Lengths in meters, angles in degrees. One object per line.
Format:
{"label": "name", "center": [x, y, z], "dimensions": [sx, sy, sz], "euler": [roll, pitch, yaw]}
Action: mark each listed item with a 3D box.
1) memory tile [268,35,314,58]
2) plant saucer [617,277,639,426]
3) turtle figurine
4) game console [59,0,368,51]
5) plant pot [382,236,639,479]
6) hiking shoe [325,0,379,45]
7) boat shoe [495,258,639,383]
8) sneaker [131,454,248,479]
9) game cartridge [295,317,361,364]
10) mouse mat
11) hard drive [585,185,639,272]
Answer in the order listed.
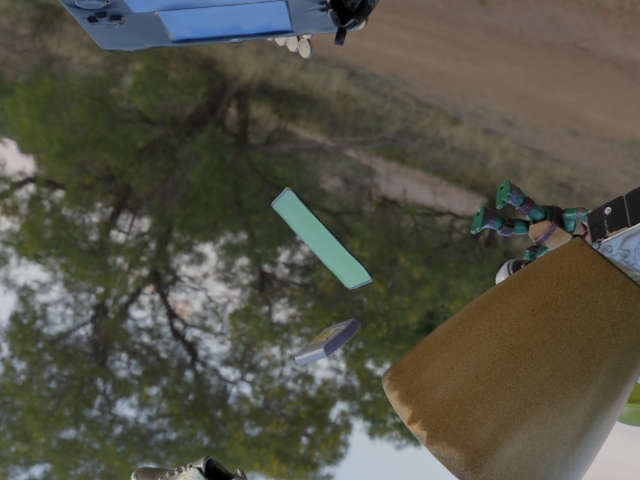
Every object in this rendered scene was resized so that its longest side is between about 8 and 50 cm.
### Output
{"label": "memory tile", "center": [-0.056, -0.404, 1.776], "dimensions": [0.012, 0.113, 0.148], "euler": [-19, -141, -34]}
{"label": "plant saucer", "center": [0.504, 0.171, 1.528], "dimensions": [0.241, 0.241, 0.037], "euler": [24, 180, 40]}
{"label": "turtle figurine", "center": [0.388, -0.010, 1.671], "dimensions": [0.234, 0.175, 0.118], "euler": [25, -154, -11]}
{"label": "game console", "center": [-0.130, -0.316, 1.239], "dimensions": [0.386, 0.060, 0.342], "euler": [-4, 170, 2]}
{"label": "plant pot", "center": [0.234, 0.128, 1.036], "dimensions": [0.237, 0.254, 0.237], "euler": [37, -169, -8]}
{"label": "hiking shoe", "center": [0.053, -0.305, 0.952], "dimensions": [0.086, 0.227, 0.114], "euler": [8, -140, -3]}
{"label": "boat shoe", "center": [0.380, 0.096, 1.269], "dimensions": [0.306, 0.105, 0.113], "euler": [35, -140, 16]}
{"label": "sneaker", "center": [-0.243, 0.454, 1.851], "dimensions": [0.262, 0.121, 0.099], "euler": [8, -157, 20]}
{"label": "game cartridge", "center": [0.012, 0.118, 1.151], "dimensions": [0.056, 0.017, 0.083], "euler": [-19, -169, 37]}
{"label": "mouse mat", "center": [0.000, 0.000, 1.494], "dimensions": [0.189, 0.007, 0.152], "euler": [46, 165, -3]}
{"label": "hard drive", "center": [0.560, -0.041, 1.282], "dimensions": [0.237, 0.064, 0.339], "euler": [24, 140, -35]}
